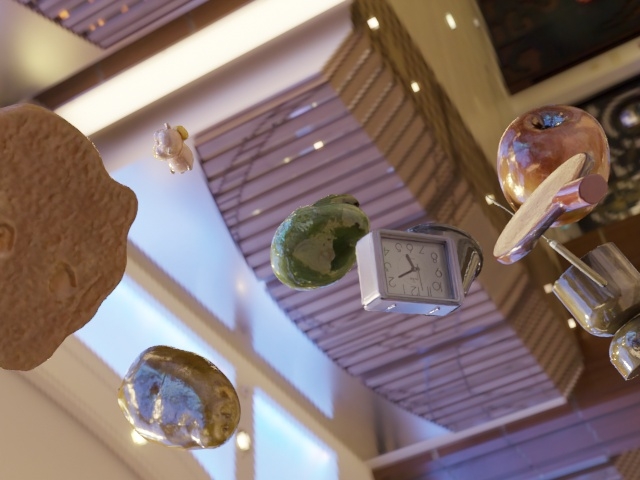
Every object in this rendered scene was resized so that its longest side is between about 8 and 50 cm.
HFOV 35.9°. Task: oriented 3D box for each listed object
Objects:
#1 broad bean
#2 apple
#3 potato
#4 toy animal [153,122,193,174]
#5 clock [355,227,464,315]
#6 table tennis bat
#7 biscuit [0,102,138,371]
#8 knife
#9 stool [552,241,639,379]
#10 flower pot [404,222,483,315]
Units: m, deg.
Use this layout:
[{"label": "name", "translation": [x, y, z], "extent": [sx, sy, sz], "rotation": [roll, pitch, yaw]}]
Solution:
[{"label": "broad bean", "translation": [0.000, 0.000, 2.010], "extent": [0.169, 0.228, 0.100], "rotation": [35, 168, -4]}, {"label": "apple", "translation": [0.482, -0.152, 2.048], "extent": [0.253, 0.253, 0.253], "rotation": [52, -156, -35]}, {"label": "potato", "translation": [-0.302, 0.336, 2.097], "extent": [0.195, 0.369, 0.176], "rotation": [-30, -62, -35]}, {"label": "toy animal", "translation": [-0.339, -0.202, 2.210], "extent": [0.082, 0.091, 0.114], "rotation": [4, -110, -78]}, {"label": "clock", "translation": [0.169, 0.063, 1.872], "extent": [0.193, 0.073, 0.145], "rotation": [6, -116, -27]}, {"label": "table tennis bat", "translation": [0.329, -0.053, 1.410], "extent": [0.038, 0.200, 0.310], "rotation": [38, 172, -2]}, {"label": "biscuit", "translation": [-0.480, -0.009, 1.570], "extent": [0.365, 0.062, 0.385], "rotation": [44, -108, -31]}, {"label": "knife", "translation": [0.455, -0.003, 1.993], "extent": [0.298, 0.017, 0.047], "rotation": [41, -163, 16]}, {"label": "stool", "translation": [0.674, 0.157, 2.229], "extent": [0.264, 0.179, 0.179], "rotation": [54, -166, 23]}, {"label": "flower pot", "translation": [0.316, 0.099, 2.717], "extent": [0.269, 0.269, 0.166], "rotation": [53, -152, -33]}]
